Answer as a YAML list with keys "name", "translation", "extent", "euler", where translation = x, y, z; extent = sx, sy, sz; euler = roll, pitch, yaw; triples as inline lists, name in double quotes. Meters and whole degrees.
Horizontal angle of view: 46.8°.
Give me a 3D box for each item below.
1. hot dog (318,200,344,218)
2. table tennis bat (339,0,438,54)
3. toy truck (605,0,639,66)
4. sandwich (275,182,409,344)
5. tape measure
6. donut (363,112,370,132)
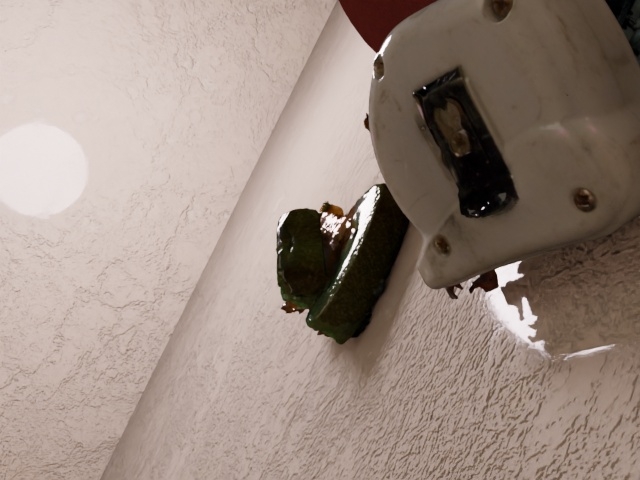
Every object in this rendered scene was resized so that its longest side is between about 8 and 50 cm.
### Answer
- name: "hot dog"
  translation: [0.000, 0.000, 1.411]
  extent: [0.072, 0.055, 0.188]
  euler: [-46, 20, 44]
- name: "table tennis bat"
  translation: [0.122, -0.325, 0.911]
  extent: [0.051, 0.268, 0.415]
  euler: [-41, 12, -15]
- name: "toy truck"
  translation: [0.276, -0.267, 0.770]
  extent: [0.305, 0.136, 0.162]
  euler: [-64, 11, -4]
- name: "sandwich"
  translation: [-0.002, 0.015, 1.170]
  extent: [0.250, 0.162, 0.301]
  euler: [-60, 16, -12]
- name: "tape measure"
  translation: [0.154, -0.087, 0.647]
  extent: [0.130, 0.265, 0.258]
  euler: [-28, 0, -30]
- name: "donut"
  translation: [0.170, -0.261, 1.180]
  extent: [0.253, 0.118, 0.253]
  euler: [-57, 13, 20]
